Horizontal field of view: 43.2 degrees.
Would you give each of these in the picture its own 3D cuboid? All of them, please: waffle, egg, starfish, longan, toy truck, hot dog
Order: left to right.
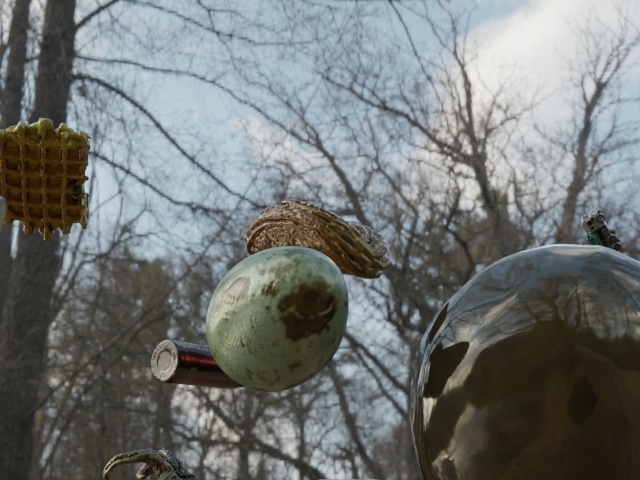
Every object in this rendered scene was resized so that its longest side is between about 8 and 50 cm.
[{"bbox_3d":[-0.564,-0.122,1.640,0.309,0.065,0.283,-29,-49,20],"label":"waffle"},{"bbox_3d":[-0.219,0.378,1.178,0.074,0.190,0.146,-49,-19,4],"label":"starfish"},{"bbox_3d":[-0.049,0.092,0.995,0.169,0.169,0.231,11,-34,-22],"label":"egg"},{"bbox_3d":[0.000,0.000,1.474,0.272,0.122,0.196,4,-10,40],"label":"hot dog"},{"bbox_3d":[0.291,0.203,1.016,0.404,0.404,0.336,9,3,-19],"label":"longan"},{"bbox_3d":[0.442,-0.009,1.275,0.044,0.039,0.083,-30,-82,22],"label":"toy truck"}]

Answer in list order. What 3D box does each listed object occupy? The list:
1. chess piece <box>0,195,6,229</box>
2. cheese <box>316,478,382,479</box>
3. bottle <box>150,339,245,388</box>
[{"bbox_3d":[-0.302,-0.028,0.522,0.170,0.094,0.094,30,-38,-4],"label":"chess piece"},{"bbox_3d":[0.058,0.521,1.453,0.198,0.189,0.154,-1,-28,3],"label":"cheese"},{"bbox_3d":[-0.150,0.171,1.101,0.060,0.060,0.164,-26,-28,32],"label":"bottle"}]
